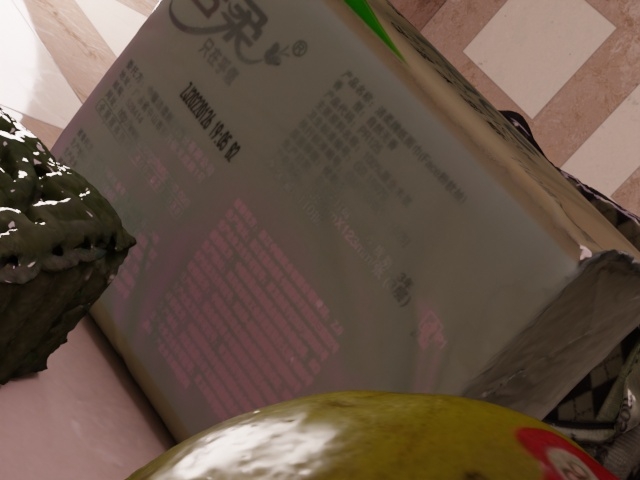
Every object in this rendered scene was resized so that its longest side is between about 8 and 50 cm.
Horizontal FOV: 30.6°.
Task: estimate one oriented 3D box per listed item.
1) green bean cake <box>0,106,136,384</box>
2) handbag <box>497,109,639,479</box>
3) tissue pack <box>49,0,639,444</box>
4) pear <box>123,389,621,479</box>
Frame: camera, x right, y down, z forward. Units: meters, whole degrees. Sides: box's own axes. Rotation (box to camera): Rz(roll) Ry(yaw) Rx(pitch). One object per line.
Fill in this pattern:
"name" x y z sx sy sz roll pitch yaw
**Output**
"green bean cake" -0.265 -0.027 0.713 0.255 0.132 0.241 45 19 13
"handbag" 0.260 0.086 1.200 0.416 0.316 0.180 28 12 -6
"tissue pack" 0.000 0.000 0.888 0.205 0.332 0.405 15 31 -55
"pear" 0.000 0.203 0.468 0.375 0.287 0.287 -4 46 -51
